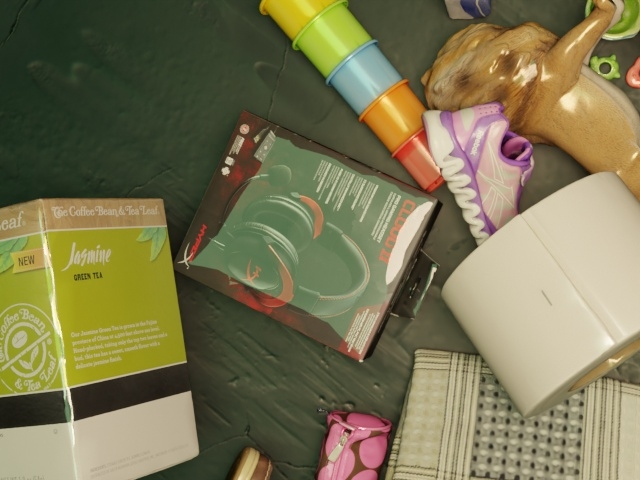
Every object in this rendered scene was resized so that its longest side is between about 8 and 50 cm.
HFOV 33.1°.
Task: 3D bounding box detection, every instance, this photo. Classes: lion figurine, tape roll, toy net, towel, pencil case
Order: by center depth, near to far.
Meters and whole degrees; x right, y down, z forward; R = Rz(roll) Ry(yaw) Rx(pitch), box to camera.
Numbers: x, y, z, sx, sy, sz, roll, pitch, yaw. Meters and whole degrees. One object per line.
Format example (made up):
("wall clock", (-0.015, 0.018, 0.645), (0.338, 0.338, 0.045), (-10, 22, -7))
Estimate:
("tape roll", (0.280, 0.063, 1.200), (0.246, 0.246, 0.169), (-36, 72, 7))
("towel", (0.228, 0.280, 1.236), (0.312, 0.056, 0.324), (10, 56, 9))
("lion figurine", (0.324, -0.141, 1.262), (0.392, 0.142, 0.240), (41, 116, 1))
("toy net", (0.435, -0.247, 1.293), (0.232, 0.045, 0.122), (0, 89, 9))
("pencil case", (0.023, 0.314, 1.327), (0.095, 0.098, 0.209), (11, 92, 9))

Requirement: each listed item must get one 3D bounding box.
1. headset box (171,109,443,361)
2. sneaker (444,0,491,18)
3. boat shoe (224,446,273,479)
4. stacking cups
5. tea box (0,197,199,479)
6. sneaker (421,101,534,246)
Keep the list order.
("headset box", (0.000, 0.000, 1.327), (0.293, 0.110, 0.218), (26, 94, 9))
("sneaker", (0.216, -0.436, 1.289), (0.182, 0.127, 0.316), (-3, 87, 11))
("boat shoe", (-0.093, 0.430, 1.343), (0.123, 0.123, 0.342), (13, 91, -5))
("stacking cups", (0.059, -0.200, 1.328), (0.096, 0.096, 0.316), (-41, 83, 7))
("tea box", (-0.354, 0.130, 1.285), (0.329, 0.220, 0.324), (-11, 86, 30))
("sneaker", (0.204, -0.070, 1.249), (0.104, 0.095, 0.236), (-23, 131, 12))
